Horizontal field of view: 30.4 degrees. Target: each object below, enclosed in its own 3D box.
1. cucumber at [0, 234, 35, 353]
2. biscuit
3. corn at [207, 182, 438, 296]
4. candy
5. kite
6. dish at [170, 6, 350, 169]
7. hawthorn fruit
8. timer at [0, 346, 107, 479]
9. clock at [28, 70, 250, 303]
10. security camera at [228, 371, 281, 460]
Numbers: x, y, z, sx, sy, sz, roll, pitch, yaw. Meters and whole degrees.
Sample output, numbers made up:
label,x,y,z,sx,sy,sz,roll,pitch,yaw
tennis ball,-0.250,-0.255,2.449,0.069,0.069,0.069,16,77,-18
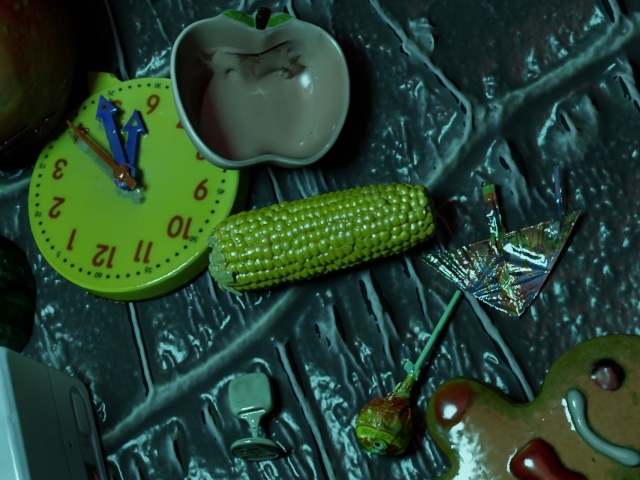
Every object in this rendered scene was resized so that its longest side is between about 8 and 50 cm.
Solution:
label,x,y,z,sx,sy,sz,roll,pitch,yaw
cucumber,-0.447,0.078,1.408,0.191,0.130,0.191,-10,65,22
biscuit,0.189,0.257,1.126,0.432,0.064,0.283,-45,70,3
corn,-0.001,-0.005,1.296,0.260,0.091,0.091,-12,94,12
candy,0.101,0.137,1.240,0.060,0.060,0.201,23,71,24
kite,0.196,0.009,1.268,0.183,0.010,0.160,-17,70,17
dish,-0.074,-0.160,1.349,0.213,0.090,0.213,5,70,-13
hawthorn fruit,-0.432,-0.245,1.411,0.316,0.316,0.315,-6,70,17
timer,-0.361,0.250,1.271,0.195,0.194,0.192,-22,66,9
clock,-0.223,-0.073,1.406,0.277,0.071,0.293,2,73,19
security camera,-0.071,0.188,1.281,0.058,0.058,0.092,-11,56,15
